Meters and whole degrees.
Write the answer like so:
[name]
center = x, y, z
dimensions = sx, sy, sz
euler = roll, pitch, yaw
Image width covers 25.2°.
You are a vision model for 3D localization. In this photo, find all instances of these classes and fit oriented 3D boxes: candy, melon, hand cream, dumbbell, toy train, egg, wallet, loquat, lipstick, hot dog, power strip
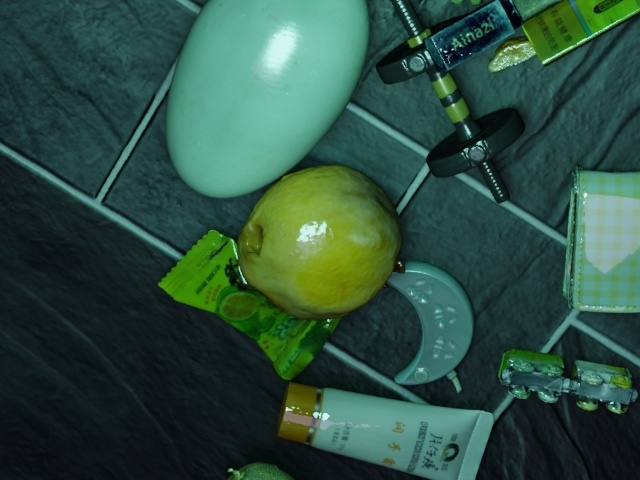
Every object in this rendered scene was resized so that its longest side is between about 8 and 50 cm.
[candy]
center = -0.099, 0.086, 2.086
dimensions = 0.246, 0.069, 0.149
euler = 34, 114, -14
[melon]
center = -0.084, 0.415, 2.163
dimensions = 0.139, 0.139, 0.192
euler = -28, 107, 15
[hand cream]
center = 0.092, 0.289, 2.134
dimensions = 0.314, 0.089, 0.139
euler = 10, 113, -5
[dumbbell]
center = 0.174, -0.192, 1.915
dimensions = 0.143, 0.143, 0.325
euler = -26, 104, 15
[toy train]
center = 0.358, 0.202, 2.071
dimensions = 0.202, 0.081, 0.060
euler = 9, 111, -4
[egg]
center = -0.078, -0.215, 1.891
dimensions = 0.230, 0.230, 0.371
euler = 33, 115, -5
[wallet]
center = 0.500, 0.005, 1.990
dimensions = 0.310, 0.077, 0.223
euler = 3, 106, 5
[loquat]
center = 0.000, 0.000, 1.963
dimensions = 0.238, 0.193, 0.238
euler = -14, 126, -20
[lipstick]
center = 0.278, -0.310, 1.818
dimensions = 0.312, 0.051, 0.051
euler = -30, 96, -6
[hot dog]
center = 0.266, -0.258, 1.940
dimensions = 0.090, 0.030, 0.034
euler = -23, 104, 14
[power strip]
center = 0.158, 0.128, 2.084
dimensions = 0.137, 0.044, 0.216
euler = -12, 107, 10

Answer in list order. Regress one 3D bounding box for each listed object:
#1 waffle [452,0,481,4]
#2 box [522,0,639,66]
[waffle]
center = 0.179, -0.408, 1.890
dimensions = 0.183, 0.036, 0.169
euler = 31, 111, 1
[box]
center = 0.351, -0.329, 1.885
dimensions = 0.193, 0.030, 0.121
euler = -28, 83, 14
